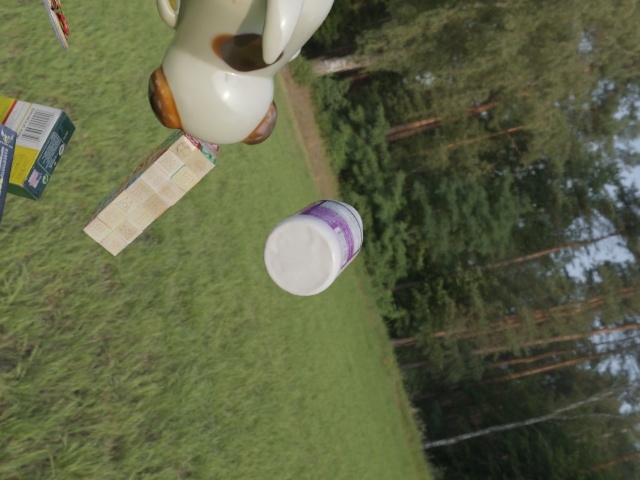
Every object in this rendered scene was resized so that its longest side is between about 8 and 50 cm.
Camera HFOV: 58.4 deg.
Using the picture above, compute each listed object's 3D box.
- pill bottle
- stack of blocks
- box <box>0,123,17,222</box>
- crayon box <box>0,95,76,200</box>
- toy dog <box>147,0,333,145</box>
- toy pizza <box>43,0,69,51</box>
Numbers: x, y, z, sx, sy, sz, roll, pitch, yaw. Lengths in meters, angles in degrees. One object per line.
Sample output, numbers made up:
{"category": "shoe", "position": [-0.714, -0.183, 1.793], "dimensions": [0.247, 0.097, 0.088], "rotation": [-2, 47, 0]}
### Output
{"category": "pill bottle", "position": [0.000, 0.000, 1.288], "dimensions": [0.301, 0.170, 0.169], "rotation": [-39, 114, -68]}
{"category": "stack of blocks", "position": [-0.353, -0.122, 1.217], "dimensions": [0.087, 0.297, 0.171], "rotation": [45, 14, -24]}
{"category": "box", "position": [-0.692, -0.127, 1.051], "dimensions": [0.059, 0.233, 0.183], "rotation": [56, 38, -78]}
{"category": "crayon box", "position": [-0.741, -0.225, 1.272], "dimensions": [0.081, 0.319, 0.202], "rotation": [89, 17, -68]}
{"category": "toy dog", "position": [-0.119, -0.336, 0.930], "dimensions": [0.408, 0.285, 0.395], "rotation": [-54, -132, 43]}
{"category": "toy pizza", "position": [-0.667, -0.580, 1.444], "dimensions": [0.201, 0.032, 0.201], "rotation": [161, -90, -76]}
